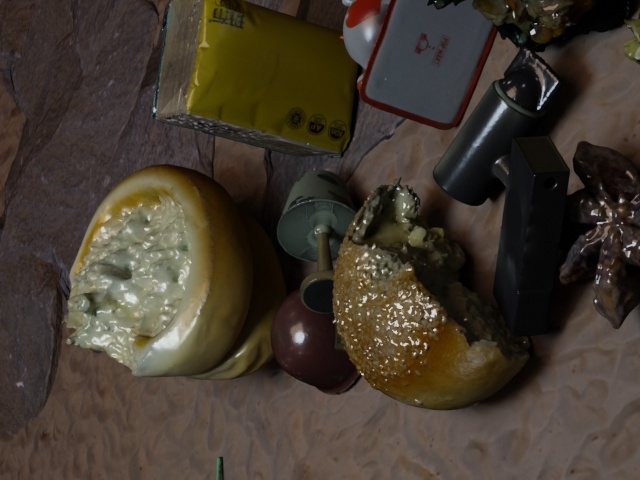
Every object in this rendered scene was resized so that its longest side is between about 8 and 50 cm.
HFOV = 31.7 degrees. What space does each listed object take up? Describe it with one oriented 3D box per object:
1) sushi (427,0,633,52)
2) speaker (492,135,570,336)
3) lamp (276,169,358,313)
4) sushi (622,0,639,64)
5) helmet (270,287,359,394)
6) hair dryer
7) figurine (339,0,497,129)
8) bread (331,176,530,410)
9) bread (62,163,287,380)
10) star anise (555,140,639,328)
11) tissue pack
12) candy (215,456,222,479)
[{"bbox_3d":[0.234,-0.341,1.286,0.238,0.219,0.225,-44,52,37],"label":"sushi"},{"bbox_3d":[0.231,-0.002,1.239,0.082,0.044,0.218,-103,11,-52],"label":"speaker"},{"bbox_3d":[0.000,0.000,1.556,0.121,0.121,0.215,-46,31,35],"label":"lamp"},{"bbox_3d":[0.436,-0.189,1.071,0.291,0.139,0.131,-3,72,42],"label":"sushi"},{"bbox_3d":[-0.012,0.121,1.573,0.155,0.106,0.175,-6,72,51],"label":"helmet"},{"bbox_3d":[0.258,-0.076,1.309,0.248,0.078,0.195,55,130,30],"label":"hair dryer"},{"bbox_3d":[0.099,-0.277,1.520,0.226,0.160,0.183,41,112,59],"label":"figurine"},{"bbox_3d":[0.100,0.084,1.382,0.192,0.171,0.314,-50,44,26],"label":"bread"},{"bbox_3d":[-0.227,0.072,1.732,0.329,0.245,0.424,-48,37,-6],"label":"bread"},{"bbox_3d":[0.321,-0.005,1.186,0.212,0.073,0.197,10,91,46],"label":"star anise"},{"bbox_3d":[-0.088,-0.238,1.635,0.134,0.271,0.192,0,81,57],"label":"tissue pack"},{"bbox_3d":[-0.160,0.432,1.732,0.061,0.061,0.202,-32,49,44],"label":"candy"}]
